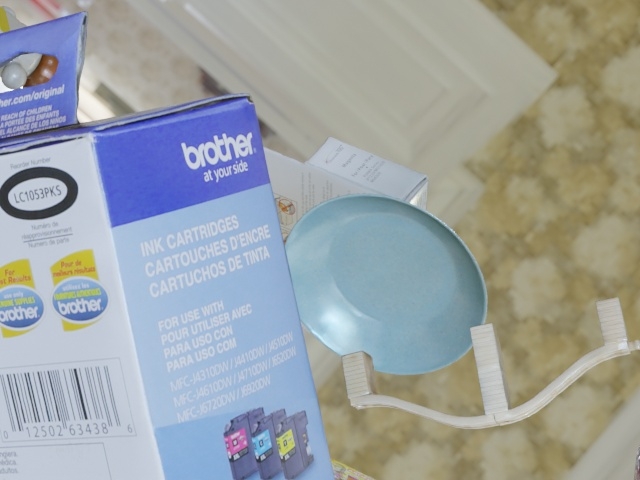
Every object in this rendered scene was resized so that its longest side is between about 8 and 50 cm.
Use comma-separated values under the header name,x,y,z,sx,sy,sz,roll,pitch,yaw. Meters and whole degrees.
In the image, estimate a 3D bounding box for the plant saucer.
name,x,y,z,sx,sy,sz,roll,pitch,yaw
plant saucer,0.061,0.033,1.391,0.195,0.195,0.037,-42,-170,38

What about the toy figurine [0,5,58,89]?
name,x,y,z,sx,sy,sz,roll,pitch,yaw
toy figurine,-0.334,-0.112,1.367,0.213,0.148,0.209,4,-114,42

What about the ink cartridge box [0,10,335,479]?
name,x,y,z,sx,sy,sz,roll,pitch,yaw
ink cartridge box,-0.151,0.075,0.882,0.270,0.395,0.151,-8,-172,35

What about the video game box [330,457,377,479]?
name,x,y,z,sx,sy,sz,roll,pitch,yaw
video game box,0.067,0.343,1.776,0.048,0.205,0.187,-65,177,21

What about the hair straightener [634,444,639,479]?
name,x,y,z,sx,sy,sz,roll,pitch,yaw
hair straightener,0.249,0.218,1.017,0.230,0.089,0.047,-69,171,-53

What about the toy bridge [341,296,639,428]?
name,x,y,z,sx,sy,sz,roll,pitch,yaw
toy bridge,0.110,0.085,0.973,0.188,0.063,0.026,-13,162,13

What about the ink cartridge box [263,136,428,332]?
name,x,y,z,sx,sy,sz,roll,pitch,yaw
ink cartridge box,0.000,0.000,1.745,0.060,0.239,0.275,-47,151,-37
